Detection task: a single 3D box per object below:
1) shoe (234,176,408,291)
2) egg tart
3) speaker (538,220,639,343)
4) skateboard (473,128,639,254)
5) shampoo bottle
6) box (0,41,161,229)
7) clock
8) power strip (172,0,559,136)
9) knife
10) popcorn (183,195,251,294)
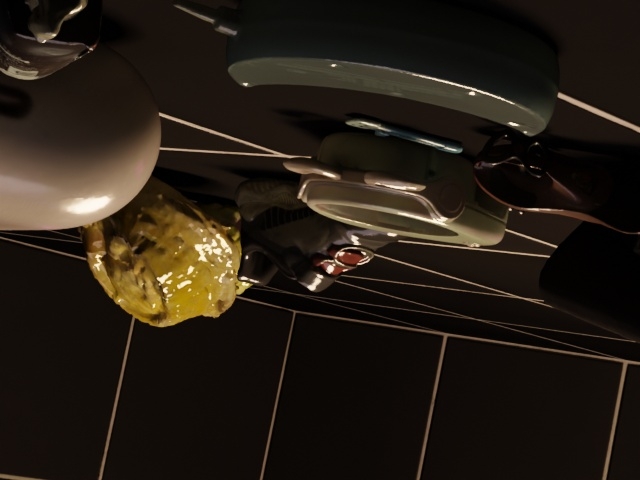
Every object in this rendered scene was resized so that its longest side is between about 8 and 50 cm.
[{"bbox_3d":[0.000,0.000,1.784,0.227,0.112,0.099,9,173,44],"label":"shoe"},{"bbox_3d":[-0.195,0.019,2.014,0.232,0.098,0.252,47,148,-16],"label":"egg tart"},{"bbox_3d":[0.355,0.025,1.270,0.180,0.184,0.388,17,-177,-35],"label":"speaker"},{"bbox_3d":[0.178,-0.041,1.272,0.151,0.067,0.080,14,167,17],"label":"skateboard"},{"bbox_3d":[-0.155,-0.127,1.004,0.057,0.064,0.207,3,177,-14],"label":"shampoo bottle"},{"bbox_3d":[-0.288,-0.090,1.260,0.288,0.141,0.349,13,175,-28],"label":"box"},{"bbox_3d":[0.059,-0.044,1.450,0.151,0.062,0.191,9,174,27],"label":"clock"},{"bbox_3d":[0.026,-0.103,0.980,0.216,0.044,0.137,11,174,2],"label":"power strip"},{"bbox_3d":[0.064,-0.078,1.352,0.096,0.010,0.027,13,175,-22],"label":"knife"},{"bbox_3d":[-0.139,0.011,2.155,0.145,0.126,0.126,32,161,20],"label":"popcorn"}]
